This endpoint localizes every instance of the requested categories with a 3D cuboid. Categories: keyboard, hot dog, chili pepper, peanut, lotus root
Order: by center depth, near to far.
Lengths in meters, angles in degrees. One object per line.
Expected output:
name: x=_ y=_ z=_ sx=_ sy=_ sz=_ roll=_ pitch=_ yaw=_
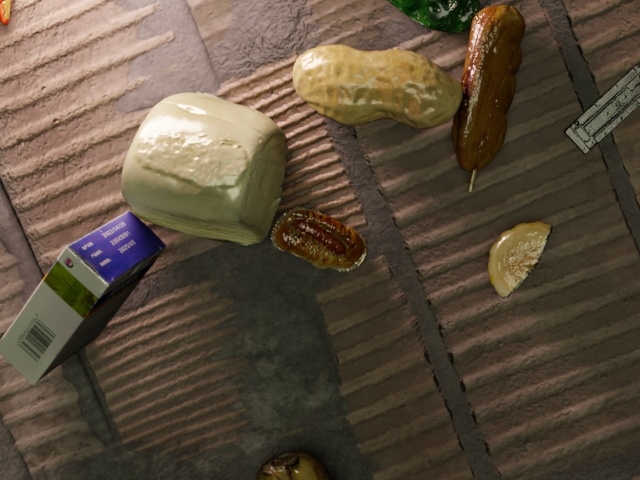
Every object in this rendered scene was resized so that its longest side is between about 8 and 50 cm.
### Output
peanut: x=0.100 y=-0.277 z=1.661 sx=0.313 sy=0.149 sz=0.149 roll=6 pitch=95 yaw=11
chili pepper: x=0.184 y=-0.455 z=1.691 sx=0.224 sy=0.061 sz=0.098 roll=28 pitch=104 yaw=1
keyboard: x=0.545 y=-0.250 z=1.696 sx=0.204 sy=0.013 sz=0.061 roll=-43 pitch=90 yaw=7
hot dog: x=0.000 y=0.000 z=1.725 sx=0.192 sy=0.053 sz=0.099 roll=23 pitch=96 yaw=-17
lotus root: x=-0.021 y=0.535 z=1.748 sx=0.151 sy=0.160 sz=0.275 roll=-19 pitch=94 yaw=-17

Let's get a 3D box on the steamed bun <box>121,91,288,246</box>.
steamed bun: x=-0.206 y=-0.152 z=1.681 sx=0.290 sy=0.273 sz=0.272 roll=8 pitch=80 yaw=1

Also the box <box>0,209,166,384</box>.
box: x=-0.437 y=0.104 z=1.683 sx=0.106 sy=0.200 sz=0.299 roll=44 pitch=119 yaw=2

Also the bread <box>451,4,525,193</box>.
bread: x=0.295 y=-0.257 z=1.678 sx=0.124 sy=0.084 sz=0.344 roll=2 pitch=103 yaw=-35

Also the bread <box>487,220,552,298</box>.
bread: x=0.359 y=0.031 z=1.703 sx=0.094 sy=0.083 sz=0.157 roll=19 pitch=94 yaw=6

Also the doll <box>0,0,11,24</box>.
doll: x=-0.630 y=-0.510 z=1.769 sx=0.109 sy=0.057 sz=0.169 roll=19 pitch=82 yaw=-13
